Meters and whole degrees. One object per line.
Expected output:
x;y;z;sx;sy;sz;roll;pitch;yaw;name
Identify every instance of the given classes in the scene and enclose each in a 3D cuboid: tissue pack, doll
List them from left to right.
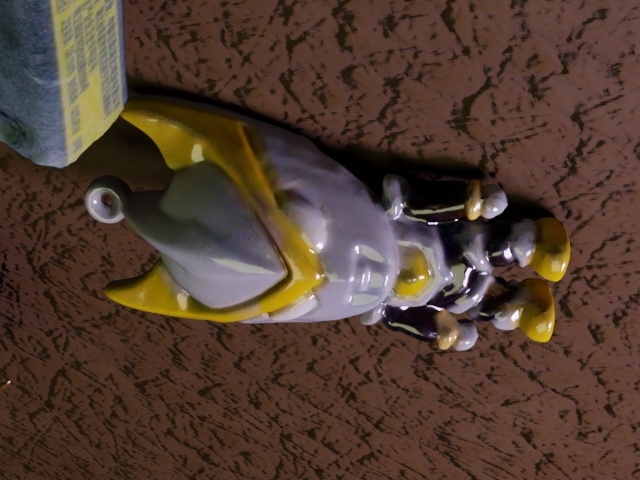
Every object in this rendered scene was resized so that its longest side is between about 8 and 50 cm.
-0.191;-0.173;0.907;0.185;0.081;0.257;34;151;16;tissue pack
-0.001;0.004;1.127;0.316;0.103;0.145;9;144;1;doll

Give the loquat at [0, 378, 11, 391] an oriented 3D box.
-0.368;0.114;1.310;0.274;0.275;0.275;12;148;7;loquat
